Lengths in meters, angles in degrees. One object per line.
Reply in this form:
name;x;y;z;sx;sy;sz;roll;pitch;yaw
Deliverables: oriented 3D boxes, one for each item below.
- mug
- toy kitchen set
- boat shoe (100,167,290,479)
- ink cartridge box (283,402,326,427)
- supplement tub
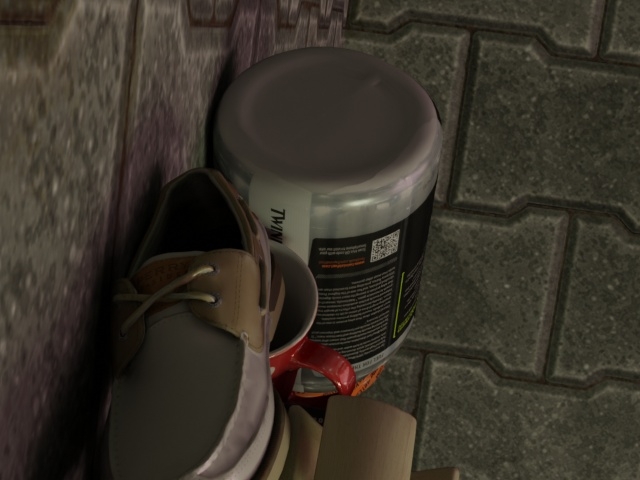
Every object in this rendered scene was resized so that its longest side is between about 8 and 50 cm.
mug;-0.057;0.103;0.983;0.150;0.113;0.169;55;-24;26
toy kitchen set;-0.017;0.199;0.747;0.166;0.207;0.122;49;40;-38
boat shoe;-0.082;0.057;0.720;0.302;0.113;0.103;-94;167;-63
ink cartridge box;-0.044;0.237;1.068;0.371;0.176;0.069;92;6;-58
supplement tub;0.000;0.000;1.097;0.316;0.193;0.193;93;6;-47
